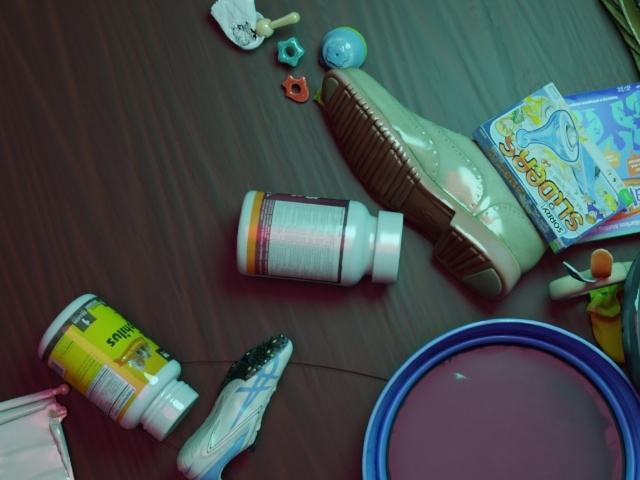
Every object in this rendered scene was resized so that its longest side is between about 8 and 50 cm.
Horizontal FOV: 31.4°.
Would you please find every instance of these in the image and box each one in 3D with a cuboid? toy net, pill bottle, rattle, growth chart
[{"bbox_3d":[-0.054,-0.282,1.656,0.232,0.045,0.122,25,115,7],"label":"toy net"},{"bbox_3d":[-0.277,0.180,1.578,0.215,0.117,0.117,38,87,5],"label":"pill bottle"},{"bbox_3d":[0.000,0.000,1.582,0.221,0.121,0.121,6,85,3],"label":"pill bottle"},{"bbox_3d":[0.374,0.091,1.517,0.130,0.199,0.142,2,85,3],"label":"rattle"},{"bbox_3d":[-0.424,0.335,1.618,0.172,0.021,0.237,-10,84,2],"label":"growth chart"}]

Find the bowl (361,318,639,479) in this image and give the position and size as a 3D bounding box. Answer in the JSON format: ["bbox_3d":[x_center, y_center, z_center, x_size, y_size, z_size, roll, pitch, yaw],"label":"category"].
[{"bbox_3d":[0.252,0.301,1.533,0.391,0.077,0.391,0,85,3],"label":"bowl"}]

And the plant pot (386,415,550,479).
[{"bbox_3d":[0.203,0.362,1.583,0.236,0.032,0.236,0,85,3],"label":"plant pot"}]

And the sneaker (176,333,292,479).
[{"bbox_3d":[-0.107,0.238,1.592,0.086,0.085,0.237,37,83,-21],"label":"sneaker"}]

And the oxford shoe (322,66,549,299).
[{"bbox_3d":[0.161,-0.103,1.598,0.146,0.140,0.397,-39,87,-23],"label":"oxford shoe"}]

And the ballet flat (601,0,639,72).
[{"bbox_3d":[0.501,-0.266,1.585,0.116,0.124,0.342,-27,84,0],"label":"ballet flat"}]

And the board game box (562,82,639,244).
[{"bbox_3d":[0.398,-0.106,1.612,0.160,0.047,0.210,-11,85,1],"label":"board game box"}]

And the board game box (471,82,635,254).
[{"bbox_3d":[0.318,-0.100,1.552,0.136,0.035,0.201,-32,84,-21],"label":"board game box"}]

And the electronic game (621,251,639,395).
[{"bbox_3d":[0.451,0.113,1.511,0.048,0.229,0.229,-4,83,33],"label":"electronic game"}]
